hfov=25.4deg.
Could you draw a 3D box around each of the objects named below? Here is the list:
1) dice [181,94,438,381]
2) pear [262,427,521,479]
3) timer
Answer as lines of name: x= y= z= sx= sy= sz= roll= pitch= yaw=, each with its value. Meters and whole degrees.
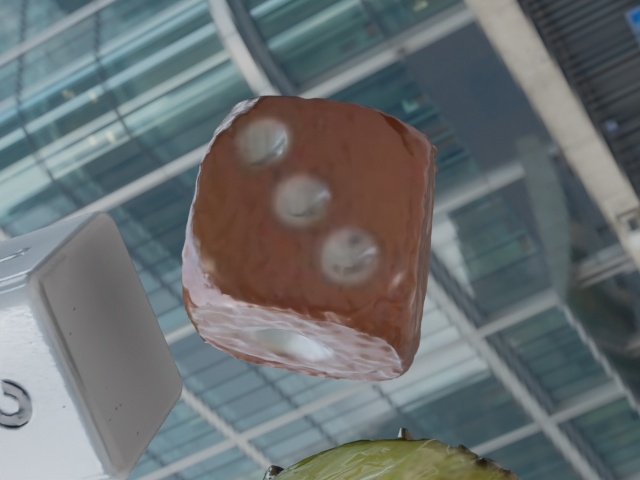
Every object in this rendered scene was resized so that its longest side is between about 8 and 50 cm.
dice: x=0.000 y=0.000 z=1.076 sx=0.175 sy=0.174 sz=0.179 roll=77 pitch=-155 yaw=-66
pear: x=-0.021 y=0.174 z=0.358 sx=0.178 sy=0.267 sz=0.267 roll=-1 pitch=-119 yaw=-32
timer: x=-0.258 y=0.109 z=1.227 sx=0.194 sy=0.195 sz=0.192 roll=-62 pitch=-48 yaw=-69
